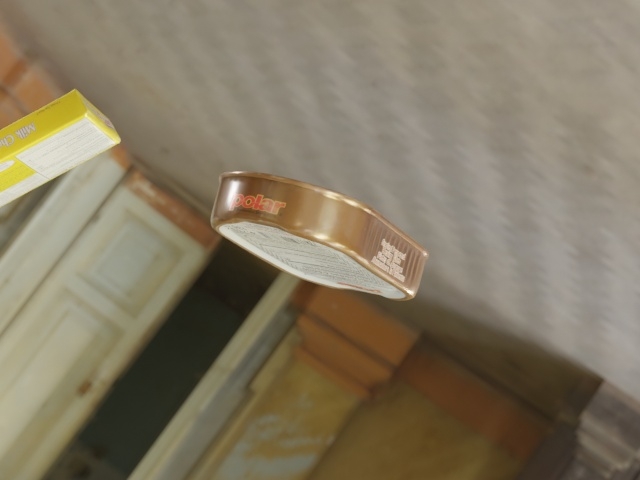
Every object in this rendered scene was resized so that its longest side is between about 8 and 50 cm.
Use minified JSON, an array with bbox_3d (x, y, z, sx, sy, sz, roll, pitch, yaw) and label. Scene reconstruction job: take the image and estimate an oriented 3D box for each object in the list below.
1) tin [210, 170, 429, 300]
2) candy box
[{"bbox_3d":[0.000,0.000,0.980,0.106,0.040,0.189,14,171,28],"label":"tin"},{"bbox_3d":[-0.257,-0.047,1.160,0.027,0.206,0.105,62,-179,8],"label":"candy box"}]
